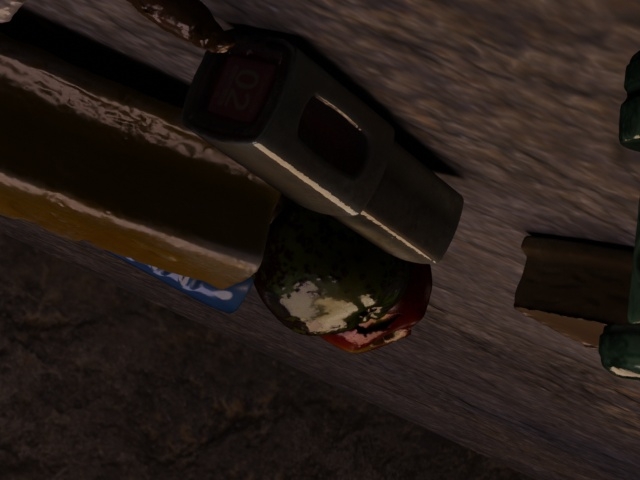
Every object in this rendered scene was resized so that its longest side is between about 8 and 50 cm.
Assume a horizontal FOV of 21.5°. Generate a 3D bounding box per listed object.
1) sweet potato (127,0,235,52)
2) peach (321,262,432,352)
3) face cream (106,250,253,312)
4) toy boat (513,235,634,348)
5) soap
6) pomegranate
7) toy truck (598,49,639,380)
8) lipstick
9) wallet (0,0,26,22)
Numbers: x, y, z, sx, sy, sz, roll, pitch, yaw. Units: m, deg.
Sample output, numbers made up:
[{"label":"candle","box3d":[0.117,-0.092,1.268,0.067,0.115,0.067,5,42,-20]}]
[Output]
[{"label":"sweet potato","box3d":[-0.141,-0.164,0.972,0.214,0.050,0.050,24,171,3]},{"label":"peach","box3d":[0.024,0.026,1.570,0.172,0.127,0.092,47,-179,5]},{"label":"face cream","box3d":[-0.187,-0.022,1.754,0.264,0.083,0.149,28,-162,-7]},{"label":"toy boat","box3d":[0.240,0.051,1.282,0.116,0.061,0.188,29,168,-36]},{"label":"soap","box3d":[-0.182,-0.068,1.403,0.281,0.143,0.259,19,174,-11]},{"label":"pomegranate","box3d":[0.006,0.010,1.418,0.126,0.138,0.163,60,175,-25]},{"label":"toy truck","box3d":[0.218,-0.013,0.694,0.156,0.155,0.279,8,173,-11]},{"label":"lipstick","box3d":[0.011,-0.055,1.157,0.077,0.079,0.253,16,169,36]},{"label":"wallet","box3d":[-0.257,-0.199,1.009,0.190,0.033,0.095,31,-161,-45]}]
